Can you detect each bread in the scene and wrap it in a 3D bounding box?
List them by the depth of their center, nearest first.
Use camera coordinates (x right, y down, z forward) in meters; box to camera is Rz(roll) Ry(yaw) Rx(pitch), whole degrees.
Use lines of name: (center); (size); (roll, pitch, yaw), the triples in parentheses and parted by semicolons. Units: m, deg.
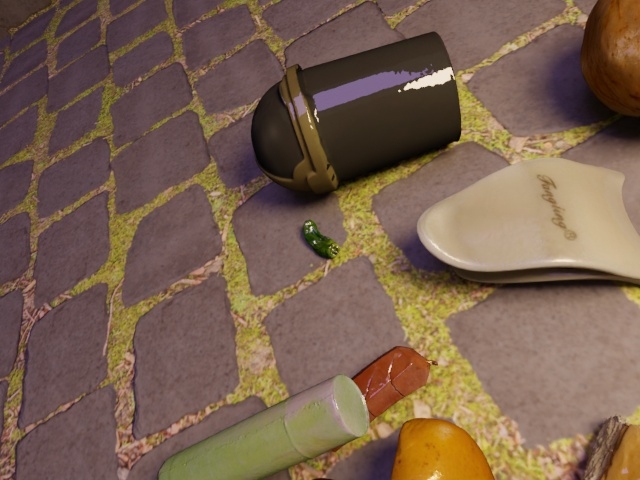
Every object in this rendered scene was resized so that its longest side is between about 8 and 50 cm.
bread: (0.322, 0.234, 0.397); (0.125, 0.082, 0.106); (26, 67, 31)

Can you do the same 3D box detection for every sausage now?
sausage: (0.069, 0.191, 0.549); (0.169, 0.065, 0.065); (-38, 53, -1)

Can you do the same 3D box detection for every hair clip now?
hair clip: (0.273, -0.019, 0.553); (0.282, 0.113, 0.173); (-12, 57, 17)

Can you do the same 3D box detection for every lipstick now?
lipstick: (-0.081, 0.255, 0.528); (0.304, 0.076, 0.076); (-33, 51, 22)

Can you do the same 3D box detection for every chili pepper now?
chili pepper: (-0.001, 0.001, 0.721); (0.030, 0.034, 0.091); (-20, 45, -30)

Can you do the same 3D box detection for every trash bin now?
trash bin: (0.042, -0.197, 0.706); (0.333, 0.214, 0.214); (-15, 56, 11)

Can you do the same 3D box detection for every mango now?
mango: (0.123, 0.290, 0.417); (0.102, 0.141, 0.217); (-8, 60, 26)

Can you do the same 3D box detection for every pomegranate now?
pomegranate: (0.467, -0.259, 0.542); (0.248, 0.248, 0.248); (-11, 57, 18)

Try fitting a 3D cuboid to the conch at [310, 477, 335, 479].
conch: (0.002, 0.324, 0.499); (0.232, 0.080, 0.086); (-1, 71, -4)
